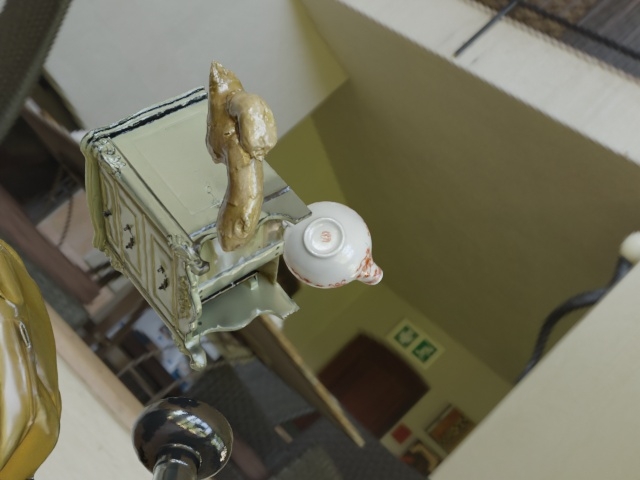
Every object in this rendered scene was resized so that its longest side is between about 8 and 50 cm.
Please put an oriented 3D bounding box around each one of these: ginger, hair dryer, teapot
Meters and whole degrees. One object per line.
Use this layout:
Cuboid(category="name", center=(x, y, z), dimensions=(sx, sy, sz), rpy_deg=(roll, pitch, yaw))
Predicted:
Cuboid(category="ginger", center=(-0.102, -0.095, 1.111), dimensions=(0.133, 0.059, 0.214), rpy_deg=(35, -56, 48))
Cuboid(category="hair dryer", center=(-0.131, 0.387, 1.326), dimensions=(0.320, 0.284, 0.155), rpy_deg=(-102, -159, -55))
Cuboid(category="teapot", center=(0.000, 0.000, 1.695), dimensions=(0.246, 0.159, 0.116), rpy_deg=(37, 3, 17))

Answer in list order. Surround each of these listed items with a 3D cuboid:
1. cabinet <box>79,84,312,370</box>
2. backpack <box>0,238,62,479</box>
Cuboid(category="cabinet", center=(-0.202, -0.017, 1.505), dimensions=(0.318, 0.228, 0.289), rpy_deg=(48, -30, 26))
Cuboid(category="backpack", center=(-0.485, 0.187, 1.262), dimensions=(0.201, 0.353, 0.378), rpy_deg=(5, 55, -48))
